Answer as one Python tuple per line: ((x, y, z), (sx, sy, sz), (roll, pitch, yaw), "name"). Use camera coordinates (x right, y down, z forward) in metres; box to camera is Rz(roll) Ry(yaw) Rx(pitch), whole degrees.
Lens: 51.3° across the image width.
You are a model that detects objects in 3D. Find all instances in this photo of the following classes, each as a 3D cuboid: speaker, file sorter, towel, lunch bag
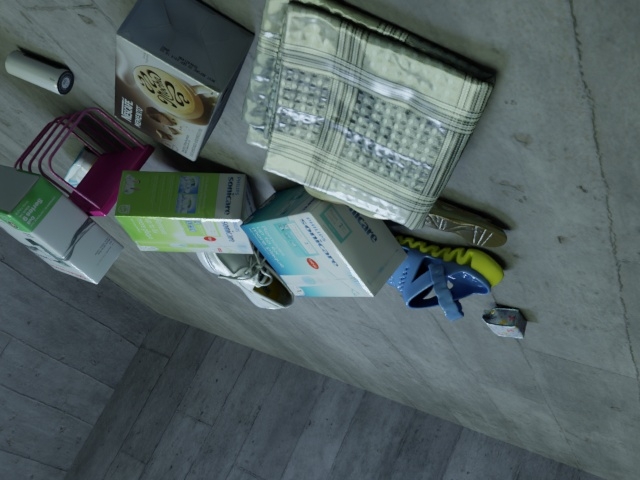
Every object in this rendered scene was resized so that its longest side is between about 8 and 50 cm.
((-0.596, -0.356, 1.411), (0.136, 0.055, 0.055), (23, 160, 12), "speaker")
((-0.586, -0.191, 1.609), (0.291, 0.202, 0.182), (2, 146, 50), "file sorter")
((0.042, -0.170, 0.937), (0.324, 0.056, 0.312), (26, 144, 6), "towel")
((0.409, 0.181, 1.487), (0.083, 0.053, 0.071), (-1, 150, 36), "lunch bag")

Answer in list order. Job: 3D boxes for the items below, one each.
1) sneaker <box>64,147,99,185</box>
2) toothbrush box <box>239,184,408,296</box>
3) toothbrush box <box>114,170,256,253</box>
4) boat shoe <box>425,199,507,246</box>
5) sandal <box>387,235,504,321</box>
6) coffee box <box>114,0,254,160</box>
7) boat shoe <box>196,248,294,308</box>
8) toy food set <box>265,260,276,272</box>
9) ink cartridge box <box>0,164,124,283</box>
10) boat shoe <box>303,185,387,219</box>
((-0.661, -0.186, 1.885), (0.092, 0.087, 0.229), (32, 162, -19), "sneaker")
((0.000, 0.000, 1.368), (0.216, 0.126, 0.295), (53, 151, -19), "toothbrush box")
((-0.302, -0.062, 1.546), (0.283, 0.122, 0.206), (1, 157, 2), "toothbrush box")
((0.254, -0.033, 1.166), (0.153, 0.048, 0.056), (17, 147, 7), "boat shoe")
((0.203, 0.078, 1.354), (0.317, 0.138, 0.126), (7, 147, 47), "sandal")
((-0.233, -0.262, 1.083), (0.168, 0.119, 0.297), (29, 160, -10), "coffee box")
((-0.193, 0.088, 1.885), (0.156, 0.136, 0.367), (4, 145, 43), "boat shoe")
((-0.139, 0.079, 1.983), (0.078, 0.019, 0.122), (23, 160, 10), "toy food set")
((-0.645, -0.035, 1.585), (0.211, 0.121, 0.289), (12, 152, 39), "ink cartridge box")
((0.063, -0.109, 1.125), (0.285, 0.103, 0.092), (17, 164, 42), "boat shoe")
